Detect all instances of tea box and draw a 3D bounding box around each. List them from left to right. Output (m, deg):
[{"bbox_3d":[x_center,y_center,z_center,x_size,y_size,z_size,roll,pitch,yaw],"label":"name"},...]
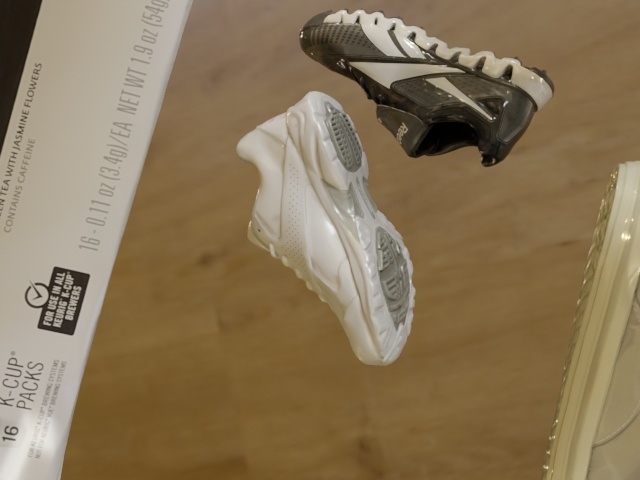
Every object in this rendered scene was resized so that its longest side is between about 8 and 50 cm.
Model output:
[{"bbox_3d":[-0.274,-0.068,0.950,0.220,0.323,0.329,-152,77,-67],"label":"tea box"}]

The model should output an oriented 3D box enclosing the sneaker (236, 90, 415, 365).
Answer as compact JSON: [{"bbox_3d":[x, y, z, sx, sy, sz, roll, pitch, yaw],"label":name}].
[{"bbox_3d":[0.000,0.000,1.449,0.115,0.090,0.232,-21,85,26],"label":"sneaker"}]

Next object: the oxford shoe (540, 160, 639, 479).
[{"bbox_3d":[0.244,0.134,1.342,0.169,0.130,0.449,-74,-7,-49],"label":"oxford shoe"}]

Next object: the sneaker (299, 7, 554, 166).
[{"bbox_3d":[0.076,-0.128,1.499,0.234,0.078,0.106,20,72,19],"label":"sneaker"}]
